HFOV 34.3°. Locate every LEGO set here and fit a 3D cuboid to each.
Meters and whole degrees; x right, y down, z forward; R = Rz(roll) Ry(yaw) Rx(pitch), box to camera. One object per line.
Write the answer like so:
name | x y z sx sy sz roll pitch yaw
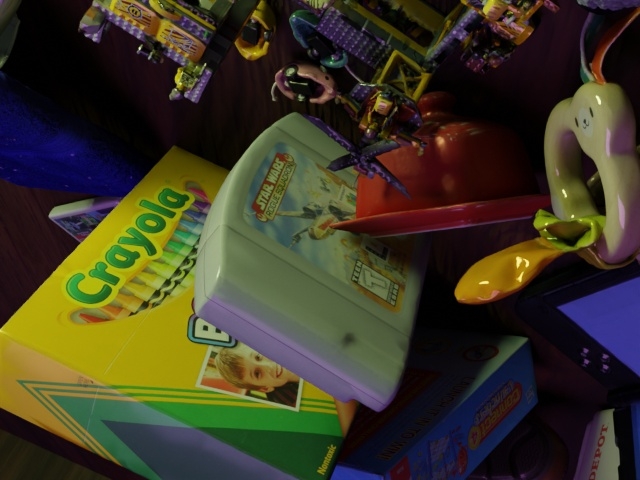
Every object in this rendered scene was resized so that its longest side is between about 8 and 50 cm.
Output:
LEGO set | -0.012 -0.171 0.709 0.331 0.192 0.255 35 153 -15

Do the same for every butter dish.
butter dish | 0.104 -0.068 0.886 0.160 0.118 0.160 -7 -179 43

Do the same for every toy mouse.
toy mouse | -0.009 -0.162 0.902 0.143 0.031 0.161 22 153 11

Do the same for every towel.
towel | -0.340 -0.114 1.132 0.228 0.076 0.308 13 172 28

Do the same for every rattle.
rattle | 0.158 -0.064 0.745 0.143 0.130 0.199 -6 133 5

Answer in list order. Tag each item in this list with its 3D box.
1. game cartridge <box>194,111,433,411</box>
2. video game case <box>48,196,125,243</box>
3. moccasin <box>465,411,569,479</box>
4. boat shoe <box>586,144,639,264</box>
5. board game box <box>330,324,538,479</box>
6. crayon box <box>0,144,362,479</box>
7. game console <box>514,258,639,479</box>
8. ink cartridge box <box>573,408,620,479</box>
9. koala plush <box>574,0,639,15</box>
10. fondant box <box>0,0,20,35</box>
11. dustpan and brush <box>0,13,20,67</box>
game cartridge | 0.000 0.000 0.919 0.198 0.297 0.062 35 124 -11
video game case | -0.262 0.005 1.445 0.201 0.023 0.183 -6 138 50
moccasin | 0.206 0.299 1.407 0.147 0.139 0.380 35 153 -17
boat shoe | 0.296 -0.054 0.713 0.110 0.121 0.341 32 155 -6
board game box | 0.043 0.198 1.194 0.302 0.308 0.086 4 114 39
crayon box | -0.094 0.083 1.049 0.313 0.363 0.106 26 127 4
game console | 0.325 0.150 0.968 0.250 0.173 0.293 38 150 -11
ink cartridge box | 0.403 0.282 1.117 0.117 0.207 0.283 29 155 -16
koala plush | 0.190 -0.178 0.539 0.221 0.196 0.203 21 141 13
fondant box | -0.406 -0.323 0.914 0.330 0.096 0.238 34 153 -16
dustpan and brush | -0.416 -0.211 1.159 0.147 0.060 0.211 30 154 -5
